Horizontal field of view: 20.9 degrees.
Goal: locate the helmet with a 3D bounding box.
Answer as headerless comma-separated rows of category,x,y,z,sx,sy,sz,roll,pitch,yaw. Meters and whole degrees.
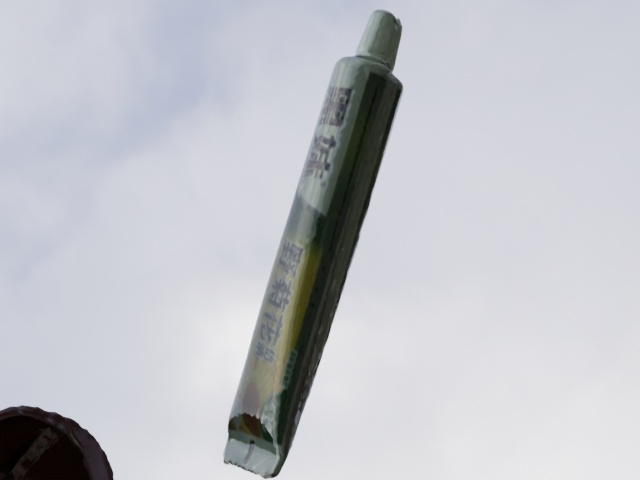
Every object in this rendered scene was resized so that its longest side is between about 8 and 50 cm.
helmet,-0.150,0.128,0.815,0.057,0.089,0.111,-22,-17,28

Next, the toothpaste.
toothpaste,0.000,0.000,0.729,0.031,0.049,0.204,20,-97,-29
